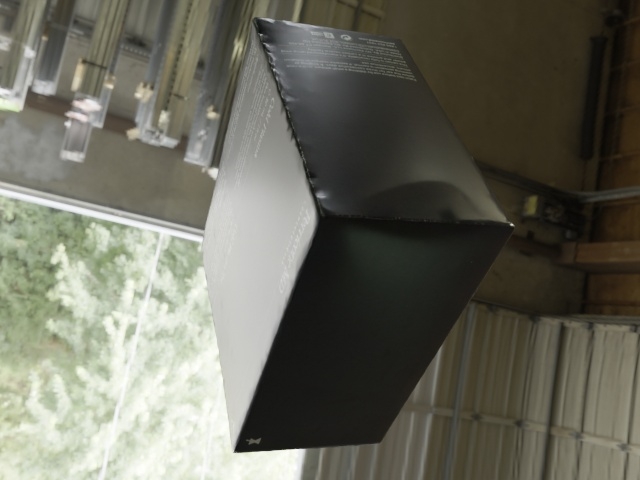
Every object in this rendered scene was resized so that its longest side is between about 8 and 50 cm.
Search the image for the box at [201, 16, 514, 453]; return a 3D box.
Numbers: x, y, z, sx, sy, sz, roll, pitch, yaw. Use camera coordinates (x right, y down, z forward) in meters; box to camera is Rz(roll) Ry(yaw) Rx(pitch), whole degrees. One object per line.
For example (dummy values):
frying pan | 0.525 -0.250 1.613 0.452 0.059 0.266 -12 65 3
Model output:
box | 0.000 0.000 0.747 0.313 0.178 0.343 -107 -152 -43
